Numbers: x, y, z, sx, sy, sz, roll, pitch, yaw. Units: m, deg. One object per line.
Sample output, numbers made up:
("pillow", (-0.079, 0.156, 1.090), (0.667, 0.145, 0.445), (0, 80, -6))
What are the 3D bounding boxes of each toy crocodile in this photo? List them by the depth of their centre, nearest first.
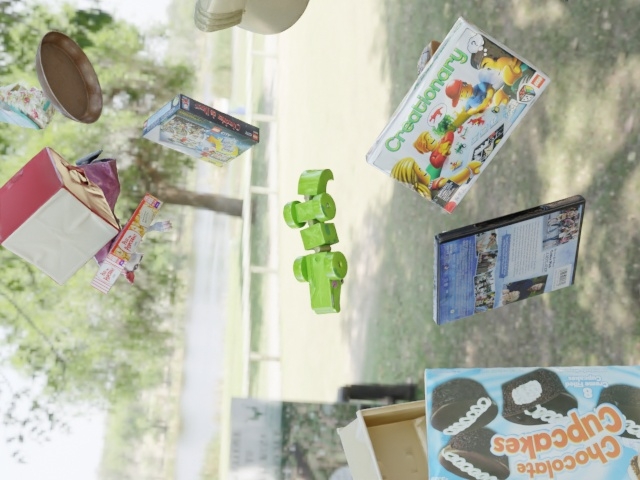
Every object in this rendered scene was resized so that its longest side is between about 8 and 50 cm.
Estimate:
("toy crocodile", (0.000, 0.000, 1.974), (0.115, 0.105, 0.341), (-14, 82, 35))

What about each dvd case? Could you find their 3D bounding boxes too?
("dvd case", (0.298, 0.032, 1.373), (0.022, 0.253, 0.180), (-119, 18, -49))

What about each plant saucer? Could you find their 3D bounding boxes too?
("plant saucer", (-0.437, -0.277, 1.489), (0.168, 0.029, 0.168), (-17, -90, -72))

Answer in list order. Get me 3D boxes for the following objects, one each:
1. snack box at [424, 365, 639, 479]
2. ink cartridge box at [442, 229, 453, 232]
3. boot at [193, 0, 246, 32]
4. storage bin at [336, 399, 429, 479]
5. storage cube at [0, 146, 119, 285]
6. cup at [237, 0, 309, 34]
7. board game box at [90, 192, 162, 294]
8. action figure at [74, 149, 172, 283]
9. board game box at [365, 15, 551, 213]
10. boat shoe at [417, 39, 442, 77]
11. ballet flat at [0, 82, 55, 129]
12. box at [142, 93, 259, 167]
("snack box", (0.309, 0.268, 1.199), (0.060, 0.321, 0.187), (81, -171, -49))
("ink cartridge box", (0.315, 0.039, 2.000), (0.088, 0.052, 0.123), (32, -127, -78))
("boot", (-0.141, -0.511, 1.579), (0.262, 0.095, 0.203), (-61, -5, -44))
("storage bin", (0.202, 0.507, 1.927), (0.123, 0.260, 0.262), (-48, 52, 48))
("storage cube", (-0.590, -0.056, 1.915), (0.215, 0.184, 0.193), (-41, 42, 3))
("cup", (-0.217, -0.745, 2.417), (0.237, 0.331, 0.331), (-18, -57, -53))
("board game box", (-0.429, 0.007, 1.916), (0.147, 0.045, 0.193), (-47, 16, 44))
("action figure", (-0.593, -0.045, 2.333), (0.248, 0.275, 0.370), (-17, 98, 42))
("board game box", (0.244, -0.221, 1.564), (0.305, 0.193, 0.053), (-56, 14, 21))
("boat shoe", (0.274, -0.413, 2.128), (0.073, 0.073, 0.207), (-49, 17, 36))
("ballet flat", (-0.571, -0.259, 1.643), (0.241, 0.091, 0.077), (18, 70, 41))
("box", (-0.285, -0.259, 2.074), (0.159, 0.233, 0.044), (-27, 55, 41))
